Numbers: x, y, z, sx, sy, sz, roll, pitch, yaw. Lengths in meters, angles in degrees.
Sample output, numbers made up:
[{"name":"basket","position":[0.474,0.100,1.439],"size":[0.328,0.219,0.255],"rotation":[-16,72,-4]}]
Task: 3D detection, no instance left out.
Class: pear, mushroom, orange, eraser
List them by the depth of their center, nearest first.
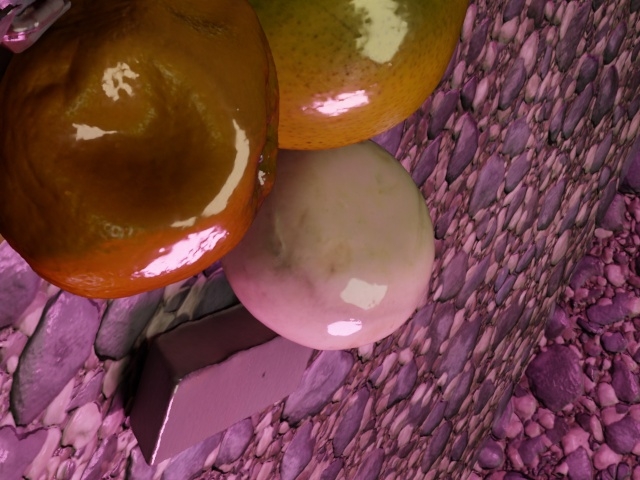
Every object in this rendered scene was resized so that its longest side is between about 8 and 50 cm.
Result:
[{"name":"orange","position":[-0.118,-0.075,1.010],"size":[0.249,0.183,0.249],"rotation":[20,90,-88]},{"name":"pear","position":[-0.018,-0.216,1.190],"size":[0.294,0.294,0.294],"rotation":[-46,151,-34]},{"name":"mushroom","position":[0.000,0.000,1.546],"size":[0.246,0.246,0.202],"rotation":[-49,-165,-29]},{"name":"eraser","position":[-0.102,0.141,1.625],"size":[0.352,0.077,0.111],"rotation":[-20,135,-58]}]

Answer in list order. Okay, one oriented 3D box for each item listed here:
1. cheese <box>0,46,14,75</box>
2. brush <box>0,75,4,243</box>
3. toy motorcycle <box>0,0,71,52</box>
[{"name":"cheese","position":[-0.277,-0.202,0.833],"size":[0.351,0.129,0.328],"rotation":[-30,145,-45]},{"name":"brush","position":[-0.293,-0.011,1.103],"size":[0.233,0.047,0.103],"rotation":[-52,154,-23]},{"name":"toy motorcycle","position":[-0.218,-0.102,0.837],"size":[0.212,0.084,0.118],"rotation":[-51,159,-34]}]
